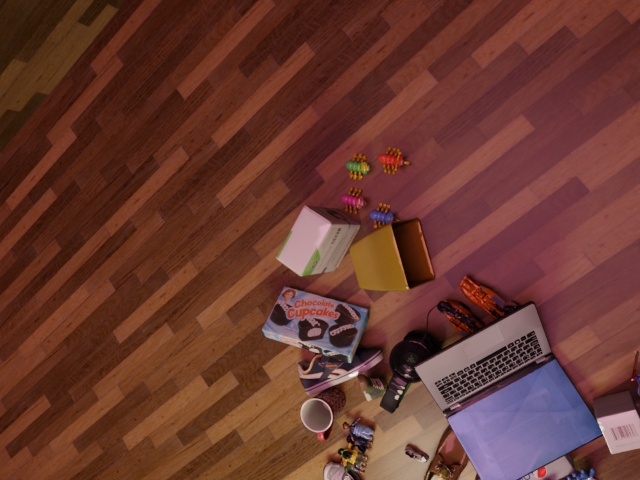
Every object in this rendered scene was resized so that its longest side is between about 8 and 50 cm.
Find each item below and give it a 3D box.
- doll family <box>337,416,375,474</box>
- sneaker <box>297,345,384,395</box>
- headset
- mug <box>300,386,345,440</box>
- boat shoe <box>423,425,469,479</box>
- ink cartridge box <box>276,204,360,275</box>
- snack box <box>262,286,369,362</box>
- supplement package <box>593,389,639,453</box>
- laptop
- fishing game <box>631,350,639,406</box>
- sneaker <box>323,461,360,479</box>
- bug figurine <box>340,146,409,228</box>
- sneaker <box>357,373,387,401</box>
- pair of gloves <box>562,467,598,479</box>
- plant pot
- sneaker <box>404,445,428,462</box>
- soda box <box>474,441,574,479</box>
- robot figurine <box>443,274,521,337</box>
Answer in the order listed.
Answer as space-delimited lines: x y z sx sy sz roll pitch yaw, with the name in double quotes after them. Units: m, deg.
0.115 0.706 1.882 0.112 0.076 0.192 14 72 18 "doll family"
0.056 0.417 1.872 0.321 0.126 0.127 -29 86 21 "sneaker"
0.321 0.372 1.701 0.185 0.243 0.393 28 103 18 "headset"
0.010 0.585 1.873 0.113 0.169 0.150 25 102 18 "mug"
0.406 0.736 1.758 0.111 0.104 0.307 22 100 19 "boat shoe"
0.000 0.000 1.799 0.115 0.273 0.198 34 103 19 "ink cartridge box"
-0.015 0.283 1.874 0.322 0.060 0.187 13 55 20 "snack box"
0.843 0.506 1.537 0.105 0.179 0.105 -25 83 24 "supplement package"
0.541 0.453 1.564 0.382 0.407 0.236 -30 37 4 "laptop"
0.909 0.449 1.517 0.041 0.189 0.264 -20 102 41 "fishing game"
0.086 0.889 1.902 0.132 0.086 0.228 -7 89 19 "sneaker"
0.175 -0.180 1.830 0.217 0.072 0.278 10 96 21 "bug figurine"
0.177 0.476 1.808 0.086 0.192 0.064 -20 57 2 "sneaker"
0.728 0.728 1.620 0.198 0.159 0.023 -34 40 17 "pair of gloves"
0.219 0.059 1.761 0.187 0.212 0.212 -17 86 33 "plant pot"
0.318 0.722 1.829 0.083 0.037 0.031 21 98 18 "sneaker"
0.623 0.709 1.680 0.286 0.091 0.098 -37 78 18 "soda box"
0.523 0.256 1.704 0.291 0.085 0.211 40 108 15 "robot figurine"
